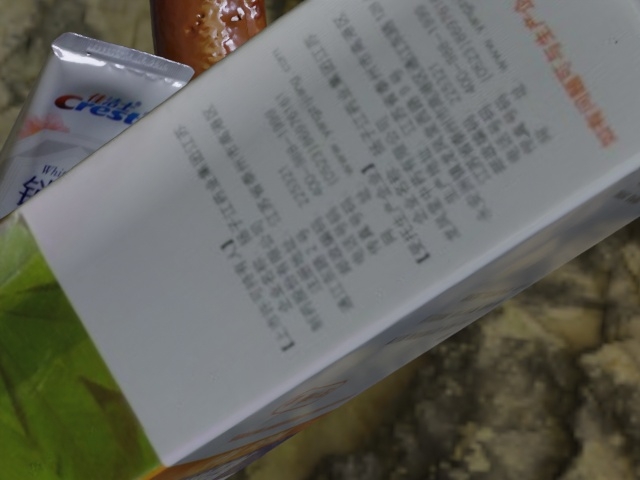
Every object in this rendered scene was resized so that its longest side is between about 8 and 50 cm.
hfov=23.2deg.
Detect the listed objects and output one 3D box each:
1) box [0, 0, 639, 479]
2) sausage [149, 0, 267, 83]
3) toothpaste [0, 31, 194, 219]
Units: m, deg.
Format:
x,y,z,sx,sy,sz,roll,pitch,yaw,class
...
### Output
x,y,z,sx,sy,sz,roll,pitch,yaw,class
0.000,0.000,0.575,0.299,0.200,0.106,-35,-100,14,box
-0.098,-0.238,1.281,0.102,0.102,0.330,178,-94,-68,sausage
-0.206,-0.018,1.084,0.323,0.100,0.066,-51,-139,33,toothpaste
